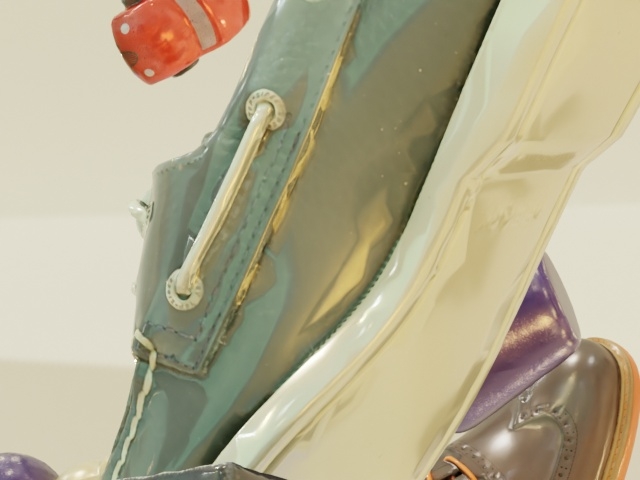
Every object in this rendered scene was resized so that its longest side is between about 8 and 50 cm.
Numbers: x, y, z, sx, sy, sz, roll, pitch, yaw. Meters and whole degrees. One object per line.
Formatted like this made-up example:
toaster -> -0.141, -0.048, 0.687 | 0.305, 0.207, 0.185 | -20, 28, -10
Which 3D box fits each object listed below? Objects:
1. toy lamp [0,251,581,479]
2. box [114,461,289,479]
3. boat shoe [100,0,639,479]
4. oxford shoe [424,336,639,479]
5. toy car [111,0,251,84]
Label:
toy lamp -> -0.021, 0.076, 0.790 | 0.274, 0.080, 0.080 | -24, -79, 11
box -> -0.012, 0.141, 0.386 | 0.093, 0.158, 0.156 | -13, -113, 29
boat shoe -> 0.000, 0.000, 0.533 | 0.099, 0.116, 0.319 | 38, -74, 26
oxford shoe -> 0.075, 0.157, 0.986 | 0.098, 0.271, 0.097 | 39, -7, -37
toy car -> -0.031, -0.217, 1.169 | 0.053, 0.239, 0.225 | -5, -89, 50
